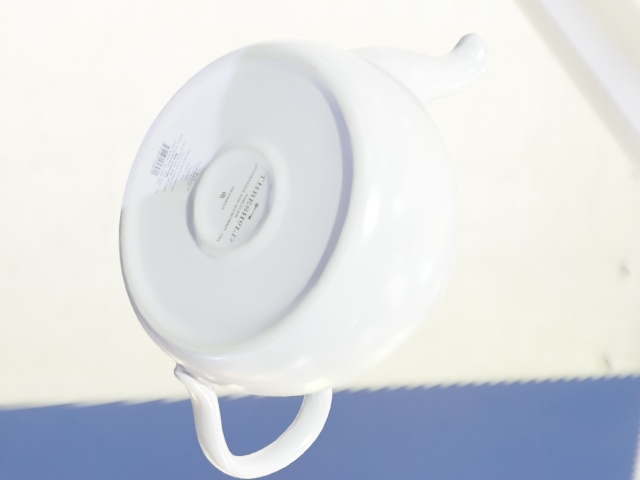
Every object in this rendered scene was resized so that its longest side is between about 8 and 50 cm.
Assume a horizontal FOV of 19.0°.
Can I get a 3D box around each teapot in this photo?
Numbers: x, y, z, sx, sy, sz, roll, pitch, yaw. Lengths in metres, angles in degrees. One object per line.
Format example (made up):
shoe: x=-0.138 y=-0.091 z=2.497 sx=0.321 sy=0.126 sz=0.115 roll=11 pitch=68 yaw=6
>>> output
teapot: x=0.000 y=0.000 z=1.291 sx=0.256 sy=0.252 sz=0.187 roll=-27 pitch=-30 yaw=30
